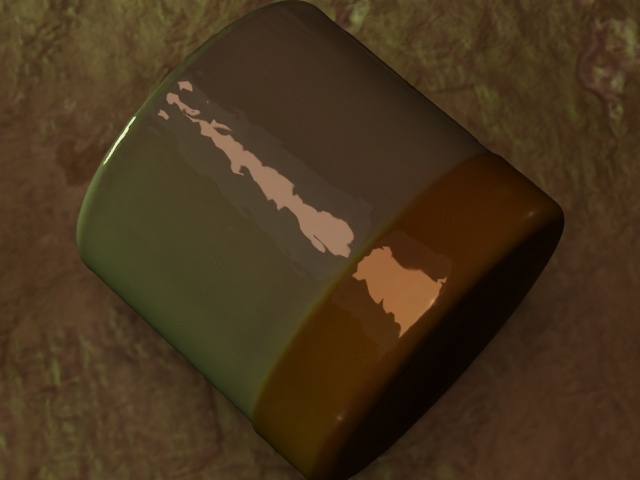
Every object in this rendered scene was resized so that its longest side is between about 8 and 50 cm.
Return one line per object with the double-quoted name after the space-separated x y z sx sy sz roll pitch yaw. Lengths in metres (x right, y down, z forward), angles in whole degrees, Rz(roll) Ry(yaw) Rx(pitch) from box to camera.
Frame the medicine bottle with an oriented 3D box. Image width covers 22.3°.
0.000 0.000 1.062 0.232 0.238 0.238 42 77 15 "medicine bottle"
